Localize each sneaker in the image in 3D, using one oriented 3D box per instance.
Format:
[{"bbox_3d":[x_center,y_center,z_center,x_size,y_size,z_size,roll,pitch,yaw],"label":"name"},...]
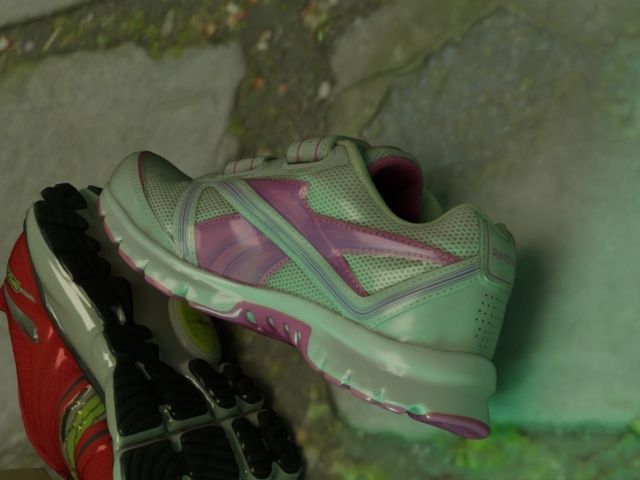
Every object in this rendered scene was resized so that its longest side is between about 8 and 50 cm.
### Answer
[{"bbox_3d":[0.000,0.000,0.948,0.252,0.103,0.111,26,90,34],"label":"sneaker"},{"bbox_3d":[-0.095,0.102,1.007,0.118,0.107,0.279,-54,46,37],"label":"sneaker"}]

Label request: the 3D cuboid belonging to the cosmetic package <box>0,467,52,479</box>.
[{"bbox_3d":[-0.142,0.158,0.947,0.115,0.060,0.041,42,125,49],"label":"cosmetic package"}]
